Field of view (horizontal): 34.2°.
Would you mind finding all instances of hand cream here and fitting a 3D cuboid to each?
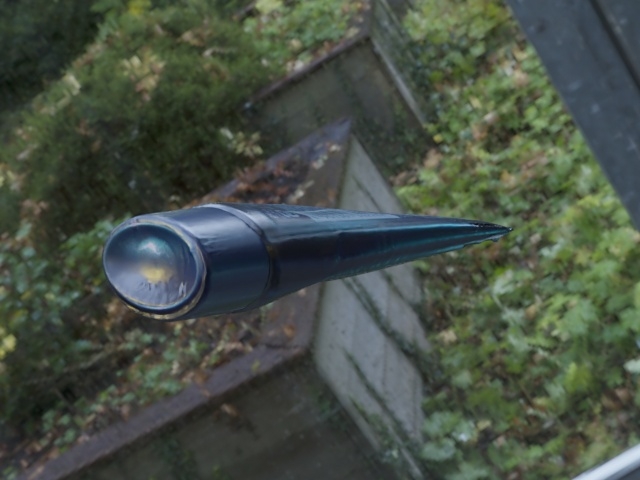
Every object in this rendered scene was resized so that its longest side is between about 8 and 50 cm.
[{"bbox_3d":[0.000,0.000,0.637,0.120,0.061,0.270,2,8,41],"label":"hand cream"}]
